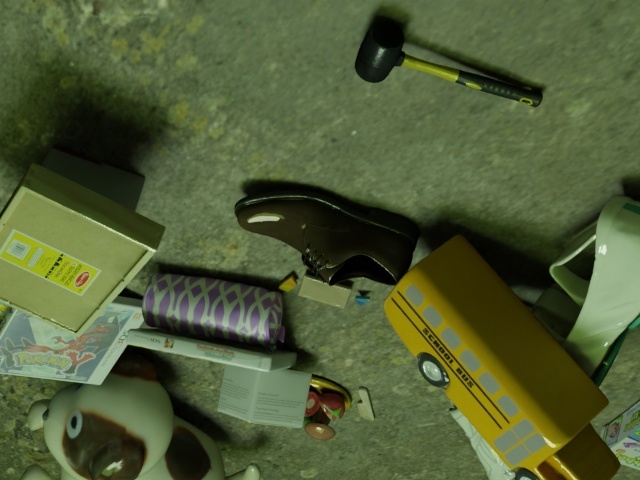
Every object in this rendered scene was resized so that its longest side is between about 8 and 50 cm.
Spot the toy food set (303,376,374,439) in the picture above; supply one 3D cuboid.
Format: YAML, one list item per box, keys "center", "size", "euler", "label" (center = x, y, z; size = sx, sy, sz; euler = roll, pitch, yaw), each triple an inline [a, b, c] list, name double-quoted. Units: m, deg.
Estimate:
- center: [-0.025, 0.273, 1.917]
  size: [0.217, 0.071, 0.128]
  euler: [11, 149, 8]
  label: "toy food set"

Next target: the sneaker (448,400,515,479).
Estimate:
- center: [0.254, 0.267, 1.763]
  size: [0.118, 0.110, 0.292]
  euler: [13, 142, 20]
  label: "sneaker"

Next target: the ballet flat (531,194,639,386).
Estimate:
- center: [0.322, 0.075, 1.405]
  size: [0.139, 0.139, 0.400]
  euler: [15, 146, 0]
  label: "ballet flat"

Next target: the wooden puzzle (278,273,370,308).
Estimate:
- center: [0.005, 0.068, 1.625]
  size: [0.116, 0.014, 0.078]
  euler: [20, 154, -7]
  label: "wooden puzzle"

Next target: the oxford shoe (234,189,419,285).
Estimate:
- center: [0.000, 0.000, 1.436]
  size: [0.227, 0.096, 0.083]
  euler: [14, 151, 6]
  label: "oxford shoe"

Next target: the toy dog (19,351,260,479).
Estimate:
- center: [-0.327, 0.376, 2.027]
  size: [0.395, 0.285, 0.408]
  euler: [6, 146, 15]
  label: "toy dog"

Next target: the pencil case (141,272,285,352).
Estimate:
- center: [-0.148, 0.098, 1.676]
  size: [0.206, 0.086, 0.088]
  euler: [11, 158, 13]
  label: "pencil case"

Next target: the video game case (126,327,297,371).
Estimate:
- center: [-0.151, 0.157, 1.732]
  size: [0.206, 0.026, 0.227]
  euler: [10, 178, 9]
  label: "video game case"

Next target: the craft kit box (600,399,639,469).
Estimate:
- center: [0.561, 0.285, 1.690]
  size: [0.249, 0.061, 0.247]
  euler: [18, 152, -4]
  label: "craft kit box"

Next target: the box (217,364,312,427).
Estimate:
- center: [-0.086, 0.231, 1.814]
  size: [0.102, 0.087, 0.101]
  euler: [12, 177, -34]
  label: "box"

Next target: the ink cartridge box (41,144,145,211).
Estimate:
- center: [-0.315, -0.009, 1.529]
  size: [0.128, 0.127, 0.176]
  euler: [19, 147, -8]
  label: "ink cartridge box"

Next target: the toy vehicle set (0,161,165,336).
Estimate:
- center: [-0.313, 0.019, 1.417]
  size: [0.166, 0.035, 0.267]
  euler: [28, 143, -17]
  label: "toy vehicle set"

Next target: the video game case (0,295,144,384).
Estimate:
- center: [-0.382, 0.143, 1.779]
  size: [0.201, 0.023, 0.183]
  euler: [13, 128, -35]
  label: "video game case"

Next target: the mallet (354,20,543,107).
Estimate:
- center: [0.124, -0.160, 1.178]
  size: [0.189, 0.039, 0.062]
  euler: [19, 150, -14]
  label: "mallet"

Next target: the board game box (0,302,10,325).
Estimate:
- center: [-0.545, 0.098, 1.853]
  size: [0.308, 0.086, 0.302]
  euler: [0, 147, 24]
  label: "board game box"

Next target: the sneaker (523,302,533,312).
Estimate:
- center: [0.190, 0.111, 1.537]
  size: [0.192, 0.086, 0.064]
  euler: [15, 149, 2]
  label: "sneaker"

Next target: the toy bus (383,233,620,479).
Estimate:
- center: [0.224, 0.162, 1.413]
  size: [0.333, 0.108, 0.130]
  euler: [50, 147, 11]
  label: "toy bus"
